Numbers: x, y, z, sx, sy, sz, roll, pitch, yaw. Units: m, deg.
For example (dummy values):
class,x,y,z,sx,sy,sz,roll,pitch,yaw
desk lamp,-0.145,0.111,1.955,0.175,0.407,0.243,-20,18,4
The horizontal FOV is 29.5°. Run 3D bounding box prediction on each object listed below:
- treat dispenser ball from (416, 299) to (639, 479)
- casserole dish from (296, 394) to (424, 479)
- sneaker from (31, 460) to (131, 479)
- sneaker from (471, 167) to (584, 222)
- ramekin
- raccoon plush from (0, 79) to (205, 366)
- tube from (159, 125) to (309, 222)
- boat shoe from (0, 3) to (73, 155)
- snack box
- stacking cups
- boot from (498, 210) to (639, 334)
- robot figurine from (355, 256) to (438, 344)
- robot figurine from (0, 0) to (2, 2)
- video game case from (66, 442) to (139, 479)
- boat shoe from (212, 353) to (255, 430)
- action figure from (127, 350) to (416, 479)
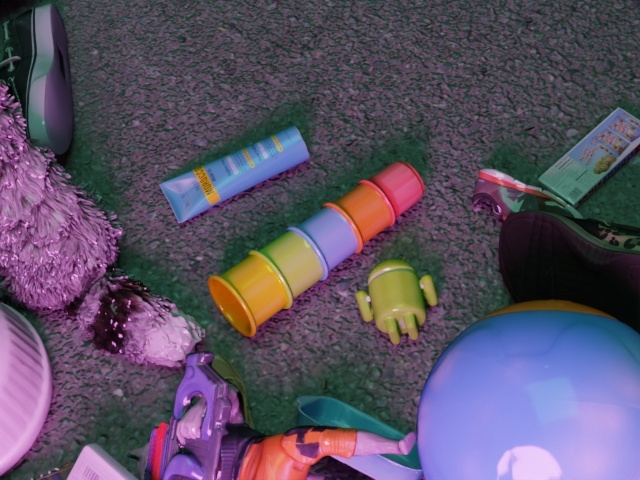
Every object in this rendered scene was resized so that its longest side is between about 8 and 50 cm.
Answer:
class,x,y,z,sx,sy,sz,roll,pitch,yaw
treat dispenser ball,0.248,0.208,1.316,0.288,0.288,0.288,-2,56,3
casserole dish,0.051,0.239,1.429,0.188,0.114,0.037,26,101,19
sneaker,-0.309,0.302,1.434,0.192,0.064,0.086,1,48,4
sneaker,0.276,-0.041,1.637,0.158,0.061,0.064,25,88,21
ramekin,-0.475,0.166,1.481,0.273,0.127,0.272,-3,60,6
raccoon plush,-0.336,-0.051,1.530,0.447,0.299,0.216,19,59,16
tube,-0.118,-0.095,1.701,0.207,0.052,0.080,-26,48,-6
boat shoe,-0.429,-0.231,1.775,0.105,0.113,0.306,-14,53,2
snack box,0.383,-0.114,1.688,0.178,0.022,0.064,-40,61,-21
stacking cups,0.000,0.000,1.606,0.316,0.096,0.096,-37,61,-24
boot,0.427,0.037,1.496,0.284,0.138,0.377,-4,10,-29
robot figurine,0.097,0.073,1.553,0.101,0.067,0.115,-16,55,8
robot figurine,-0.583,-0.430,1.883,0.278,0.173,0.209,-24,65,-11
video game case,-0.220,0.370,1.327,0.227,0.026,0.206,35,103,24
boat shoe,-0.113,0.191,1.501,0.050,0.045,0.135,-22,57,-11
action figure,-0.078,0.310,1.369,0.330,0.178,0.341,15,91,29
